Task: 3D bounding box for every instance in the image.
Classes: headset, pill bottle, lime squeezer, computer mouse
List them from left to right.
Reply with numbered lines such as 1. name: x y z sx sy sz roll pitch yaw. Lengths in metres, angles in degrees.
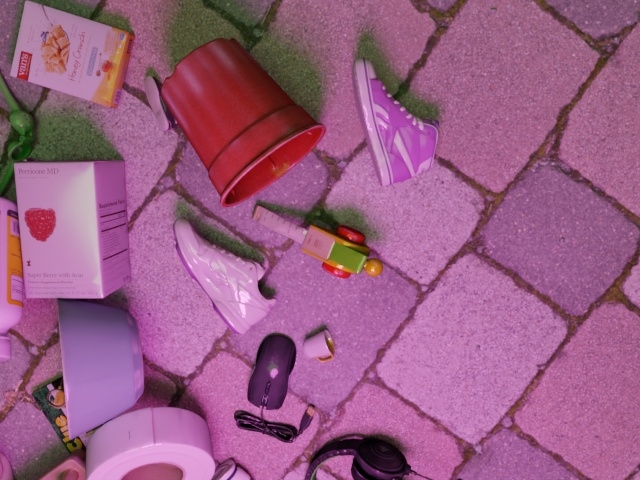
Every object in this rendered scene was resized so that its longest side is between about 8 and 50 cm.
1. pill bottle: -0.720 0.084 1.216 0.188 0.188 0.333 -9 75 4
2. lime squeezer: -0.712 -0.236 1.349 0.110 0.059 0.310 5 100 2
3. computer mouse: -0.092 0.369 1.411 0.184 0.060 0.261 21 100 0
4. headset: 0.147 0.595 1.372 0.395 0.185 0.243 -10 99 16

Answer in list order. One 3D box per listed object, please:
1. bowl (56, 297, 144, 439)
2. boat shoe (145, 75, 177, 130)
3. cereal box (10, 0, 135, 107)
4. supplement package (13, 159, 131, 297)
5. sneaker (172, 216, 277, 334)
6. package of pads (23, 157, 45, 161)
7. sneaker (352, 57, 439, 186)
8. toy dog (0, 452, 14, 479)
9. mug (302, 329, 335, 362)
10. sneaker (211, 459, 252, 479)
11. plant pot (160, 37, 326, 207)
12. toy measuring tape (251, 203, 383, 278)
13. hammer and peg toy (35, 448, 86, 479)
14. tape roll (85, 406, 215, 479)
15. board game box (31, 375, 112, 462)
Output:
1. bowl: -0.491 0.271 1.317 0.163 0.311 0.311 -5 100 -23
2. boat shoe: -0.358 -0.311 1.329 0.046 0.038 0.125 -19 93 47
3. cereal box: -0.556 -0.414 1.317 0.240 0.047 0.172 17 99 0
4. supplement package: -0.544 -0.032 1.311 0.178 0.175 0.292 -1 99 3
5. sneaker: -0.221 0.062 1.359 0.152 0.114 0.305 -35 100 -6
6. package of pads: -0.668 -0.147 1.368 0.050 0.032 0.083 10 100 -17
7. sneaker: 0.168 -0.274 1.285 0.161 0.102 0.282 -18 108 2
8. toy dog: -0.908 0.574 1.306 0.285 0.408 0.395 12 100 0
9. mug: -0.004 0.257 1.391 0.064 0.062 0.078 -21 91 14
10. sneaker: -0.270 0.652 1.454 0.235 0.090 0.095 -42 104 9
11. plant pot: -0.174 -0.256 1.231 0.272 0.272 0.265 -37 87 8
12. toy measuring tape: 0.000 0.000 1.346 0.330 0.121 0.121 26 100 21
13. hammer and peg toy: -0.641 0.700 1.437 0.361 0.127 0.266 -38 110 8
14. tape roll: -0.390 0.507 1.352 0.286 0.100 0.286 -10 132 -11
15. board game box: -0.592 0.457 1.465 0.136 0.030 0.259 -29 96 9
